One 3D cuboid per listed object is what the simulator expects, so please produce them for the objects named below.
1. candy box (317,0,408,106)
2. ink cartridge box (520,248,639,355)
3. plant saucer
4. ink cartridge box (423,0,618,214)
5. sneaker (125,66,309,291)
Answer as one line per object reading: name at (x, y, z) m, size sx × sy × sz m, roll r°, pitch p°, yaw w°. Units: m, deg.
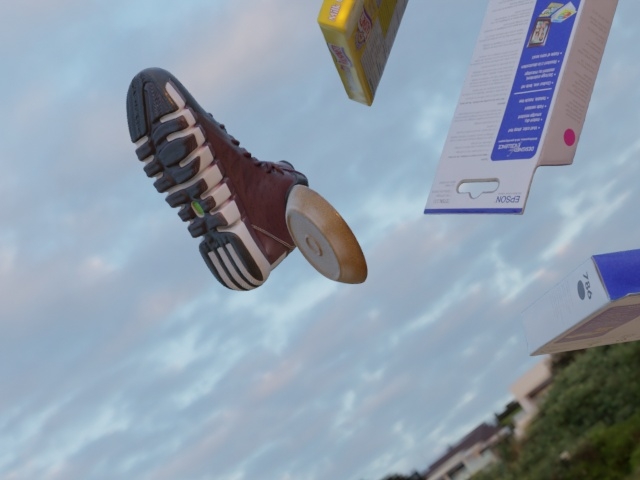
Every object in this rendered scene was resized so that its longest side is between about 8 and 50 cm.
candy box at (0.037, -0.177, 0.852) m, size 0.206 × 0.027 × 0.105 m, roll 47°, pitch -116°, yaw -80°
ink cartridge box at (0.352, 0.061, 1.261) m, size 0.165 × 0.065 × 0.333 m, roll -7°, pitch -14°, yaw -10°
plant saucer at (0.000, 0.000, 0.785) m, size 0.015 × 0.083 × 0.083 m, roll -37°, pitch -18°, yaw -20°
ink cartridge box at (0.251, -0.193, 1.369) m, size 0.069 × 0.175 × 0.371 m, roll 28°, pitch -105°, yaw -32°
sneaker at (-0.109, -0.092, 1.334) m, size 0.106 × 0.281 × 0.162 m, roll -16°, pitch 15°, yaw 45°
